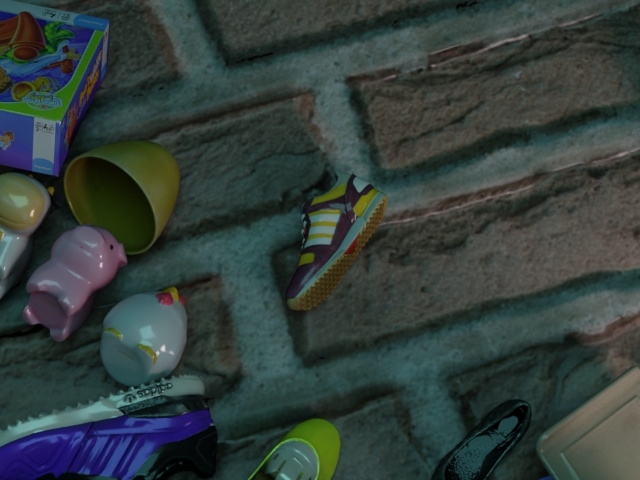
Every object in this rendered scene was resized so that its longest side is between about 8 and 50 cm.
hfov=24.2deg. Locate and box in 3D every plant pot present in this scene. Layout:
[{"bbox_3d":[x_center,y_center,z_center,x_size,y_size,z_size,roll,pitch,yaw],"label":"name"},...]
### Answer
[{"bbox_3d":[-0.219,-0.065,1.746,0.134,0.134,0.095,36,47,9],"label":"plant pot"}]

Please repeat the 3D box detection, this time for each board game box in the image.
[{"bbox_3d":[-0.443,-0.203,1.738,0.347,0.078,0.233,11,38,0],"label":"board game box"}]

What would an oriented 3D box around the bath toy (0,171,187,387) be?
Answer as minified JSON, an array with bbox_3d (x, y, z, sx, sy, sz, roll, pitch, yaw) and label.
[{"bbox_3d":[-0.291,0.026,1.704,0.348,0.151,0.129,34,43,6],"label":"bath toy"}]

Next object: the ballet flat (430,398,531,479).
[{"bbox_3d":[0.177,0.245,1.693,0.057,0.049,0.173,38,73,10],"label":"ballet flat"}]

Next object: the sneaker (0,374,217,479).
[{"bbox_3d":[-0.248,0.255,1.634,0.293,0.102,0.146,-18,73,-10],"label":"sneaker"}]

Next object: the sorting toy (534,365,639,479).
[{"bbox_3d":[0.345,0.265,1.680,0.347,0.047,0.196,-30,86,-31],"label":"sorting toy"}]

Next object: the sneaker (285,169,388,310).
[{"bbox_3d":[0.000,0.000,1.765,0.084,0.070,0.185,31,65,17],"label":"sneaker"}]

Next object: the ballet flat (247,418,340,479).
[{"bbox_3d":[-0.056,0.286,1.649,0.077,0.077,0.231,40,73,11],"label":"ballet flat"}]
